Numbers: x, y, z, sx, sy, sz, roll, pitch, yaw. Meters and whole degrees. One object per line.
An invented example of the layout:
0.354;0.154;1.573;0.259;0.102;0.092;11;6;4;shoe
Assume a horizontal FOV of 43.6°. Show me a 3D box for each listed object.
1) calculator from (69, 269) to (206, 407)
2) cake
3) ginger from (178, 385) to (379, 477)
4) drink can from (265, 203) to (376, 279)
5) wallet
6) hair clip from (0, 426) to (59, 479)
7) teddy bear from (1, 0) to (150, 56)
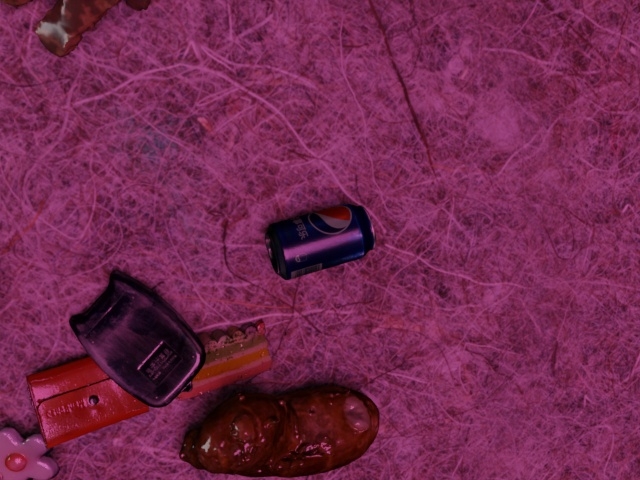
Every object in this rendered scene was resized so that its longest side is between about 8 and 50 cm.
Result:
-0.340;0.191;1.507;0.268;0.040;0.177;41;89;4;calculator
-0.212;0.235;1.615;0.225;0.090;0.109;-15;106;-32;cake
-0.063;0.380;1.593;0.418;0.254;0.176;-3;71;-16;ginger
0.000;0.000;1.580;0.205;0.118;0.118;-15;107;-14;drink can
-0.440;0.293;1.523;0.204;0.045;0.142;-16;93;-28;wallet
-0.615;0.449;1.533;0.257;0.075;0.146;-41;116;1;hair clip
-0.382;-0.481;1.344;0.296;0.222;0.246;-21;123;35;teddy bear
